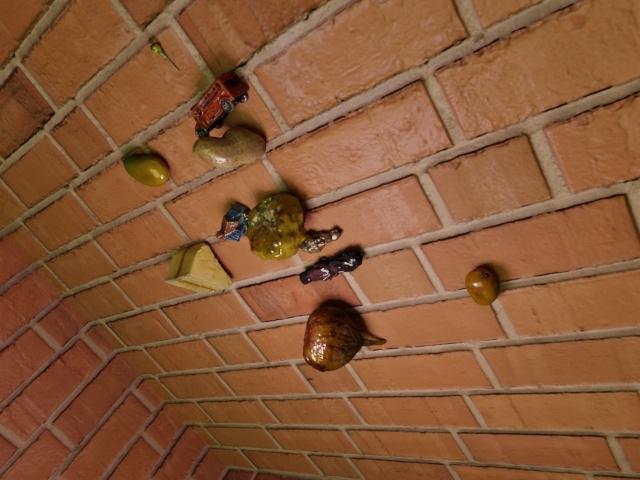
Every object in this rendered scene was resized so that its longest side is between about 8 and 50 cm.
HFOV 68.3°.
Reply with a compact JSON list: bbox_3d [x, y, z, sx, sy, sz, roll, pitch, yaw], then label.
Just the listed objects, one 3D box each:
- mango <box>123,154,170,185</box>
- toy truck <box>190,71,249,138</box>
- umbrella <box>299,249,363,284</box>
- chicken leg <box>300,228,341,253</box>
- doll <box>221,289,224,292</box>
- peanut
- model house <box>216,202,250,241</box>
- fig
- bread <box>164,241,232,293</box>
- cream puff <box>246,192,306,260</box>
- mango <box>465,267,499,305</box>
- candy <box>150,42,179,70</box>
[{"bbox_3d":[-0.735,-0.295,2.000,0.238,0.091,0.137,8,124,32],"label":"mango"},{"bbox_3d":[-0.362,-0.463,1.635,0.253,0.107,0.114,-30,107,41],"label":"toy truck"},{"bbox_3d":[0.037,0.115,1.898,0.326,0.090,0.094,-26,114,41],"label":"umbrella"},{"bbox_3d":[0.002,0.000,1.848,0.198,0.069,0.084,-21,90,33],"label":"chicken leg"},{"bbox_3d":[-0.479,0.218,2.318,0.037,0.027,0.125,35,135,7],"label":"doll"},{"bbox_3d":[-0.318,-0.323,1.661,0.137,0.254,0.122,67,159,13],"label":"peanut"},{"bbox_3d":[-0.359,-0.054,1.942,0.120,0.148,0.148,27,137,6],"label":"model house"},{"bbox_3d":[0.109,0.420,2.035,0.370,0.286,0.286,2,133,-8],"label":"fig"},{"bbox_3d":[-0.565,0.144,2.259,0.264,0.198,0.236,-14,143,42],"label":"bread"},{"bbox_3d":[-0.153,-0.050,1.813,0.282,0.185,0.281,-8,80,48],"label":"cream puff"},{"bbox_3d":[0.567,0.164,1.641,0.111,0.089,0.163,-5,134,46],"label":"mango"},{"bbox_3d":[-0.542,-0.637,1.651,0.123,0.035,0.035,43,167,-20],"label":"candy"}]
